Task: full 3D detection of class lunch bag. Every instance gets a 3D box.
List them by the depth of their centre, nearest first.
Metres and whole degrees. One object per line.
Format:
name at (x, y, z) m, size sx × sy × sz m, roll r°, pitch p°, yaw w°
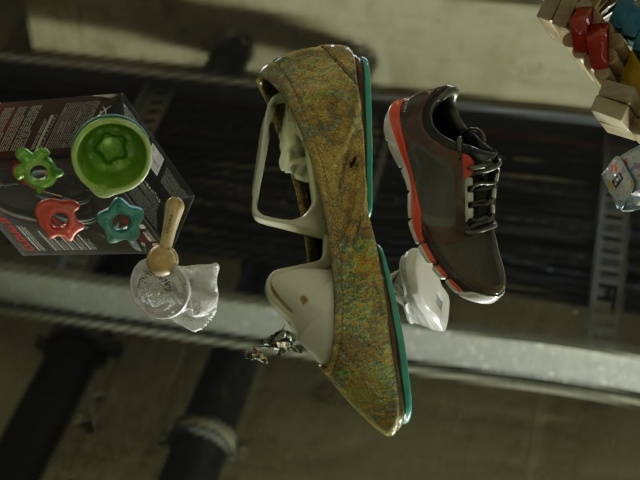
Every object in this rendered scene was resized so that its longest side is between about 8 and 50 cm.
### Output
lunch bag at (0.430, -0.085, 1.870) m, size 0.083 × 0.053 × 0.071 m, roll -29°, pitch -133°, yaw 16°

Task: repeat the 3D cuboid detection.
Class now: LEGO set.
LEGO set at (-0.050, 0.111, 1.505) m, size 0.083 × 0.054 × 0.023 m, roll -15°, pitch -119°, yaw 31°

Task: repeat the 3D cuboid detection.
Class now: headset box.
headset box at (-0.357, -0.084, 1.893) m, size 0.293 × 0.218 × 0.110 m, roll -1°, pitch -128°, yaw 27°

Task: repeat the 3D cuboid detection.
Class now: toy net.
toy net at (-0.169, 0.001, 1.208) m, size 0.122 × 0.232 × 0.045 m, roll -28°, pitch -155°, yaw -1°

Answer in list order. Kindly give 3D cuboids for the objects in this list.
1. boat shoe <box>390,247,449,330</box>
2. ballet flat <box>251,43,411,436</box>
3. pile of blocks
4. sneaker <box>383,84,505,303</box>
boat shoe at (0.117, 0.061, 1.728) m, size 0.063 × 0.184 × 0.066 m, roll 4°, pitch -109°, yaw 18°
ballet flat at (0.000, 0.000, 1.195) m, size 0.123 × 0.123 × 0.348 m, roll -6°, pitch -100°, yaw -4°
pile of blocks at (0.339, -0.280, 1.682) m, size 0.149 × 0.112 × 0.362 m, roll -34°, pitch -115°, yaw 13°
sneaker at (0.096, -0.034, 0.941) m, size 0.061 × 0.065 × 0.158 m, roll -15°, pitch -100°, yaw -48°
